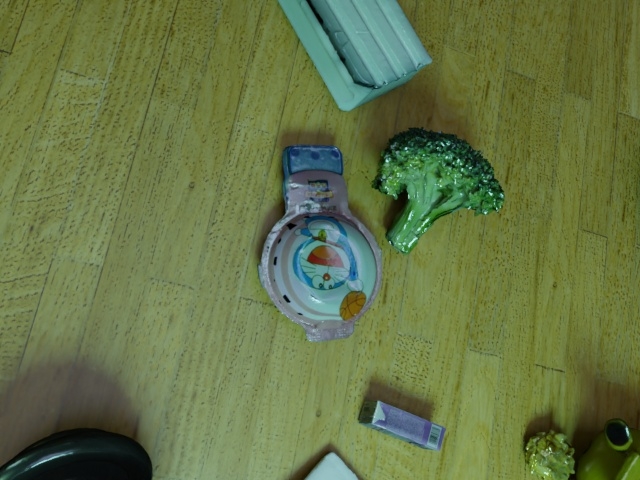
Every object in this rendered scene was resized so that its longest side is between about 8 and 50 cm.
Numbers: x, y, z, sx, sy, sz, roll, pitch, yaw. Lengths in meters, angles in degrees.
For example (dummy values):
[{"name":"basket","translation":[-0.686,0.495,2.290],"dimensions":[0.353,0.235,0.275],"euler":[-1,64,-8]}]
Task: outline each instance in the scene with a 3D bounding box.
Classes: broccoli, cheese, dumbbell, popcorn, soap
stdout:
[{"name":"broccoli","translation":[0.159,-0.068,0.863],"dimensions":[0.219,0.194,0.194],"euler":[23,73,-37]},{"name":"cheese","translation":[0.000,0.000,0.833],"dimensions":[0.188,0.074,0.286],"euler":[-1,80,-20]},{"name":"dumbbell","translation":[-0.254,0.324,0.607],"dimensions":[0.192,0.290,0.192],"euler":[-18,130,-23]},{"name":"popcorn","translation":[0.359,0.336,0.901],"dimensions":[0.083,0.057,0.082],"euler":[-20,89,-23]},{"name":"soap","translation":[0.038,-0.344,0.898],"dimensions":[0.150,0.094,0.261],"euler":[-30,90,-25]}]

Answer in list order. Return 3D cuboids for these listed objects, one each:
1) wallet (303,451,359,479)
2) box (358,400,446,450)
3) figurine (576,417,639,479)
[{"name":"wallet","translation":[-0.006,0.390,0.776],"dimensions":[0.183,0.032,0.124],"euler":[-42,94,-29]},{"name":"box","translation":[0.117,0.268,0.837],"dimensions":[0.117,0.050,0.036],"euler":[24,67,-11]},{"name":"figurine","translation":[0.449,0.401,0.854],"dimensions":[0.218,0.169,0.327],"euler":[19,78,-24]}]
